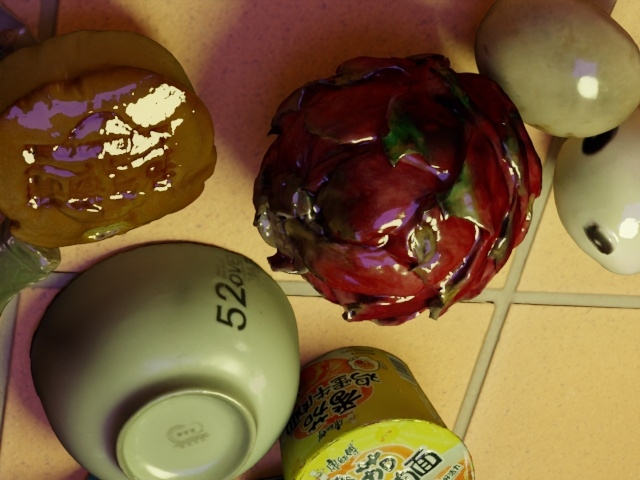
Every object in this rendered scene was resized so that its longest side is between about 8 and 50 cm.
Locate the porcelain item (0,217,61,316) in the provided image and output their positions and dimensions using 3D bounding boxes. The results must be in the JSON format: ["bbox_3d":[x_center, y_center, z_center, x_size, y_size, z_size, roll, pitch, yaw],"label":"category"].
[{"bbox_3d":[-0.408,0.065,1.736,0.215,0.069,0.081,-42,114,15],"label":"porcelain item"}]

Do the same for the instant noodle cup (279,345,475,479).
[{"bbox_3d":[0.055,0.279,1.934,0.264,0.200,0.264,-8,125,-11],"label":"instant noodle cup"}]

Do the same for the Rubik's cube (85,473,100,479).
[{"bbox_3d":[-0.229,0.524,1.967,0.291,0.290,0.292,25,113,-29],"label":"Rubik's cube"}]

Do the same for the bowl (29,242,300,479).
[{"bbox_3d":[-0.181,0.195,1.819,0.353,0.185,0.354,-7,125,-11],"label":"bowl"}]

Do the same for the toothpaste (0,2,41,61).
[{"bbox_3d":[-0.360,-0.223,1.561,0.075,0.048,0.301,-48,134,-7],"label":"toothpaste"}]

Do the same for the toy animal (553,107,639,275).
[{"bbox_3d":[0.416,-0.060,1.812,0.266,0.212,0.213,3,123,-13],"label":"toy animal"}]

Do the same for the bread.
[{"bbox_3d":[-0.252,-0.109,1.589,0.269,0.148,0.270,-14,141,-11],"label":"bread"}]

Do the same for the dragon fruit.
[{"bbox_3d":[0.090,-0.062,1.646,0.329,0.329,0.329,-8,125,-11],"label":"dragon fruit"}]

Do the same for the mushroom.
[{"bbox_3d":[0.290,-0.234,1.676,0.207,0.207,0.215,35,75,-32],"label":"mushroom"}]

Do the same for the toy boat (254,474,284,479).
[{"bbox_3d":[0.005,0.360,2.072,0.228,0.046,0.080,0,123,-17],"label":"toy boat"}]
